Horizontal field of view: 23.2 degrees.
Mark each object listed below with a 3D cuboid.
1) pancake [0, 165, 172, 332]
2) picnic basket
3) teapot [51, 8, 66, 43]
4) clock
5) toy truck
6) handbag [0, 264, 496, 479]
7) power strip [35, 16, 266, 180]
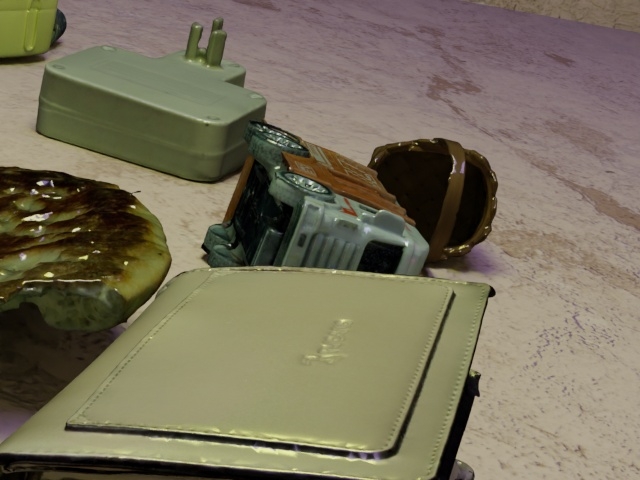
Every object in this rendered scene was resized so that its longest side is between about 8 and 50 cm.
[{"bbox_3d":[-0.265,0.008,1.181,0.427,0.067,0.305,14,23,40],"label":"pancake"},{"bbox_3d":[0.111,-0.042,1.574,0.138,0.128,0.178,9,7,-6],"label":"picnic basket"},{"bbox_3d":[-0.393,-0.302,2.188,0.063,0.049,0.083,12,17,-2],"label":"teapot"},{"bbox_3d":[-0.548,-0.331,2.059,0.348,0.117,0.286,22,19,30],"label":"clock"},{"bbox_3d":[0.000,0.000,1.361,0.162,0.136,0.305,18,13,-14],"label":"toy truck"},{"bbox_3d":[-0.036,0.125,0.890,0.237,0.160,0.358,10,15,9],"label":"handbag"},{"bbox_3d":[-0.170,-0.176,1.807,0.229,0.141,0.261,18,20,15],"label":"power strip"}]
